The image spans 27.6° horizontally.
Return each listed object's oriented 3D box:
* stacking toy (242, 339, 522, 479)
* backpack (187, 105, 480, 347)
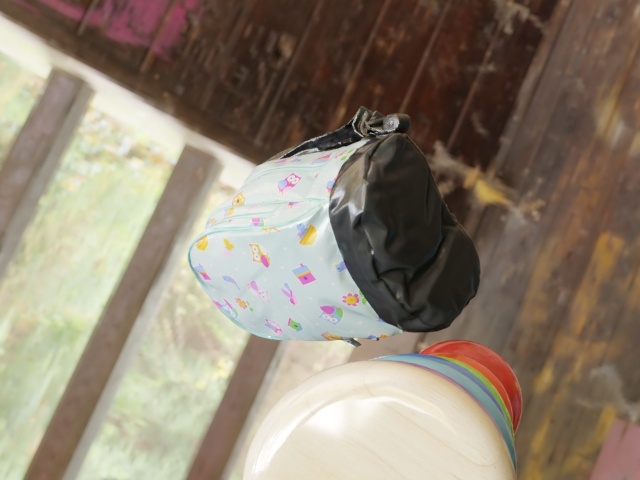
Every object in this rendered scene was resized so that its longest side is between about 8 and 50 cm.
[{"bbox_3d":[0.062,0.120,0.797,0.141,0.141,0.330,22,-172,11],"label":"stacking toy"},{"bbox_3d":[0.000,0.000,0.879,0.182,0.115,0.152,-2,122,45],"label":"backpack"}]
